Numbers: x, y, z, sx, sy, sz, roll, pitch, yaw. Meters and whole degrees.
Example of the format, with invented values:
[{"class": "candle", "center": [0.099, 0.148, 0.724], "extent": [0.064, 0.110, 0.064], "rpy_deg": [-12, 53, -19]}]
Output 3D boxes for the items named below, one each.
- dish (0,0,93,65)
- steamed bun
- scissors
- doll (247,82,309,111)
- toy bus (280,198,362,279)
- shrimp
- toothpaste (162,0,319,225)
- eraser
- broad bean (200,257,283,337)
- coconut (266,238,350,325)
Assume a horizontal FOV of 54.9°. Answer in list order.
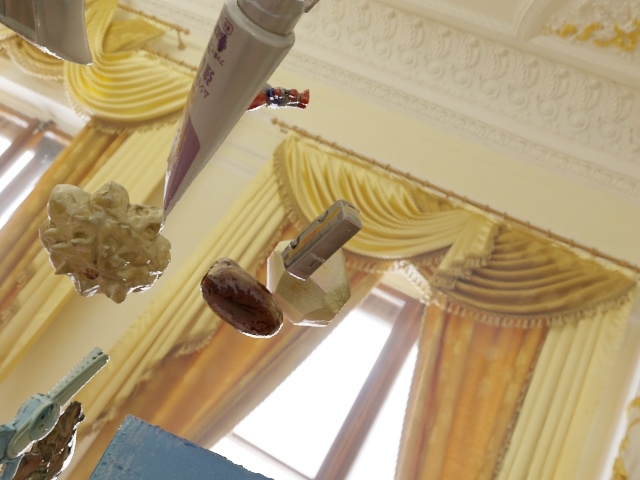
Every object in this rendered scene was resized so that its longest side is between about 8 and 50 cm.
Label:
[{"class": "dish", "center": [-0.446, -0.372, 0.968], "extent": [0.212, 0.077, 0.151], "rpy_deg": [33, -53, 32]}, {"class": "steamed bun", "center": [-0.451, 0.014, 1.269], "extent": [0.296, 0.137, 0.292], "rpy_deg": [-13, -54, 20]}, {"class": "scissors", "center": [-0.364, 0.229, 0.788], "extent": [0.030, 0.256, 0.125], "rpy_deg": [22, -50, 15]}, {"class": "doll", "center": [-0.117, -0.255, 1.075], "extent": [0.195, 0.062, 0.104], "rpy_deg": [2, 11, -11]}, {"class": "toy bus", "center": [0.000, 0.000, 1.114], "extent": [0.057, 0.072, 0.172], "rpy_deg": [30, -61, -32]}, {"class": "shrimp", "center": [-0.448, 0.341, 0.957], "extent": [0.059, 0.145, 0.254], "rpy_deg": [42, -53, 12]}, {"class": "toothpaste", "center": [-0.103, -0.147, 0.623], "extent": [0.073, 0.114, 0.299], "rpy_deg": [18, -48, -27]}, {"class": "eraser", "center": [-0.148, 0.357, 0.810], "extent": [0.312, 0.144, 0.042], "rpy_deg": [23, -37, 1]}, {"class": "broad bean", "center": [-0.133, 0.105, 1.064], "extent": [0.165, 0.084, 0.114], "rpy_deg": [40, -35, -10]}, {"class": "coconut", "center": [-0.032, 0.095, 1.556], "extent": [0.237, 0.236, 0.197], "rpy_deg": [34, -36, -5]}]
